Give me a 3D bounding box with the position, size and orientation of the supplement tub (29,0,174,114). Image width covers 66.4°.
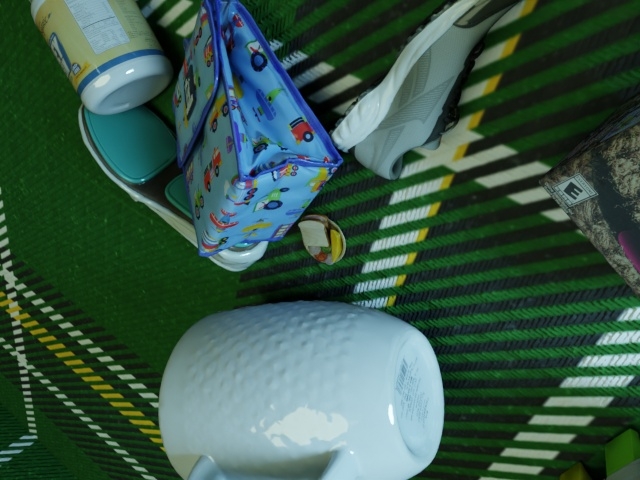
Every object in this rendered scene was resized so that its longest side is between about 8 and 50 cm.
[{"bbox_3d":[-0.330,-0.307,0.732,0.144,0.144,0.199,-25,97,40],"label":"supplement tub"}]

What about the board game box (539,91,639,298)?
[{"bbox_3d":[0.343,-0.038,0.313,0.232,0.141,0.291,50,164,4],"label":"board game box"}]

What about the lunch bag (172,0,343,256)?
[{"bbox_3d":[-0.121,-0.161,0.660,0.221,0.138,0.293,-46,62,55],"label":"lunch bag"}]

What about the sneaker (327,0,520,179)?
[{"bbox_3d":[0.122,-0.169,0.527,0.108,0.100,0.271,43,137,-2],"label":"sneaker"}]

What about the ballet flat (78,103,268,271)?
[{"bbox_3d":[-0.253,-0.086,0.815,0.400,0.139,0.139,40,129,11],"label":"ballet flat"}]

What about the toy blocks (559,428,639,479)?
[{"bbox_3d":[0.437,0.370,0.534,0.261,0.190,0.381,28,130,8],"label":"toy blocks"}]

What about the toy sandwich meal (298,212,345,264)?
[{"bbox_3d":[0.000,0.000,0.732,0.086,0.029,0.085,16,121,28],"label":"toy sandwich meal"}]

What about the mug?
[{"bbox_3d":[-0.031,0.242,0.654,0.328,0.374,0.276,-12,110,31],"label":"mug"}]
